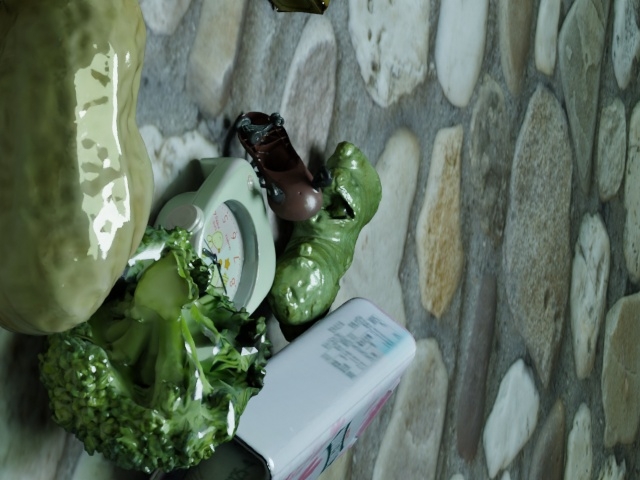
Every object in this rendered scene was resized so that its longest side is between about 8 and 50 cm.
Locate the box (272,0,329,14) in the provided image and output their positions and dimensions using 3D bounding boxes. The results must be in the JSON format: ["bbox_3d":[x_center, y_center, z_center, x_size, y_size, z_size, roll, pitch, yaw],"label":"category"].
[{"bbox_3d":[-0.047,-0.363,1.797,0.240,0.071,0.159,50,51,-55],"label":"box"}]

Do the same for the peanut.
[{"bbox_3d":[-0.207,-0.080,1.383,0.152,0.152,0.313,7,83,-65],"label":"peanut"}]

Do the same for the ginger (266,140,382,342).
[{"bbox_3d":[0.000,-0.003,1.890,0.290,0.089,0.137,-63,179,-43],"label":"ginger"}]

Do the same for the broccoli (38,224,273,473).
[{"bbox_3d":[-0.139,0.088,1.483,0.176,0.198,0.226,125,-13,-76],"label":"broccoli"}]

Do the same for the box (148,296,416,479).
[{"bbox_3d":[-0.047,0.194,1.716,0.190,0.112,0.370,-58,167,26],"label":"box"}]

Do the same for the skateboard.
[{"bbox_3d":[-0.044,-0.073,1.778,0.080,0.067,0.151,87,-21,-44],"label":"skateboard"}]

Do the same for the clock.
[{"bbox_3d":[-0.113,0.018,1.690,0.191,0.062,0.151,-52,138,-51],"label":"clock"}]
